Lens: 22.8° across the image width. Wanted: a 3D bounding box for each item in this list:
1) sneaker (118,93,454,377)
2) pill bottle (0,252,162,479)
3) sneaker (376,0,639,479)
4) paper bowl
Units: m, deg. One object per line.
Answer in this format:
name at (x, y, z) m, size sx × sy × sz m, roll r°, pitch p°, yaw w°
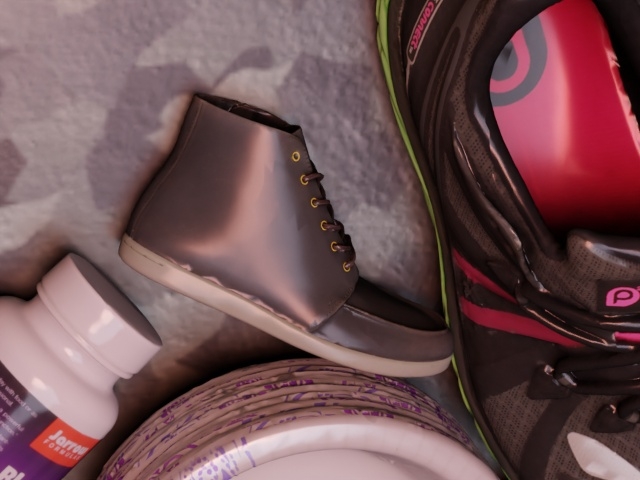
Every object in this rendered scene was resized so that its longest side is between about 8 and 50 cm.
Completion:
sneaker at (0.000, 0.000, 0.972) m, size 0.222 × 0.083 × 0.118 m, roll 22°, pitch 101°, yaw -15°
pill bottle at (-0.189, 0.102, 0.944) m, size 0.193 × 0.108 × 0.108 m, roll -45°, pitch 117°, yaw 2°
sneaker at (0.166, 0.027, 0.964) m, size 0.185 × 0.202 × 0.483 m, roll -27°, pitch 110°, yaw -5°
paper bowl at (-0.018, 0.209, 1.015) m, size 0.284 × 0.148 × 0.284 m, roll -5°, pitch 111°, yaw -12°
